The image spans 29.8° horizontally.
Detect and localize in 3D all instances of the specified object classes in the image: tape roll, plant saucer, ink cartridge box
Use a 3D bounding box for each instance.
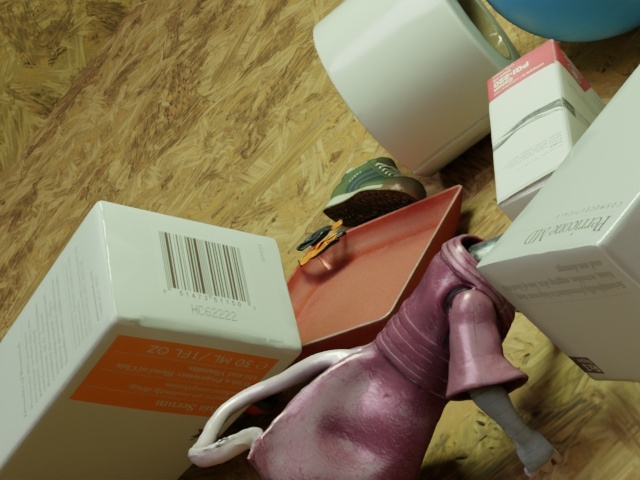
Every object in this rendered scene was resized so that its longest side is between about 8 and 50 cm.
[{"bbox_3d":[0.132,-0.225,1.495,0.169,0.246,0.246,-37,30,20],"label":"tape roll"},{"bbox_3d":[0.041,0.059,1.423,0.259,0.048,0.258,-23,22,40],"label":"plant saucer"},{"bbox_3d":[0.252,-0.075,1.225,0.092,0.158,0.218,-32,32,25],"label":"ink cartridge box"}]

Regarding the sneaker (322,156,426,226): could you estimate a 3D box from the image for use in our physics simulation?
[{"bbox_3d":[0.077,-0.076,1.566,0.192,0.064,0.086,-13,46,57],"label":"sneaker"}]

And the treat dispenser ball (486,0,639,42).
[{"bbox_3d":[0.303,-0.375,1.394,0.288,0.288,0.288,-34,31,24],"label":"treat dispenser ball"}]

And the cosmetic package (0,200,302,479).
[{"bbox_3d":[-0.242,0.169,1.388,0.453,0.230,0.162,-48,43,38],"label":"cosmetic package"}]

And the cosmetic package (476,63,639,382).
[{"bbox_3d":[0.324,-0.074,0.944,0.385,0.156,0.217,-48,8,-17],"label":"cosmetic package"}]

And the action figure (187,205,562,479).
[{"bbox_3d":[0.093,0.097,1.110,0.370,0.275,0.248,-57,5,18],"label":"action figure"}]

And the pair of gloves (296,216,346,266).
[{"bbox_3d":[0.000,0.000,1.560,0.074,0.010,0.083,-35,16,9],"label":"pair of gloves"}]

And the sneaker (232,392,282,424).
[{"bbox_3d":[-0.127,0.138,1.556,0.135,0.097,0.276,-35,32,19],"label":"sneaker"}]
